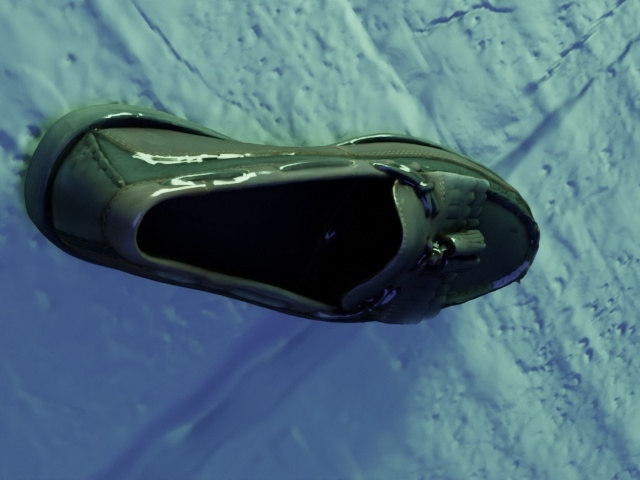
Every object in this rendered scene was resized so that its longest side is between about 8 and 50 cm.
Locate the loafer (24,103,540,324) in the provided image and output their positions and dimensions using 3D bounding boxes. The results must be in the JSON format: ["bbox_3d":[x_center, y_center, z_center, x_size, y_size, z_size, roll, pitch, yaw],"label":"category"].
[{"bbox_3d":[0.000,0.000,0.965,0.302,0.095,0.109,7,106,-34],"label":"loafer"}]
